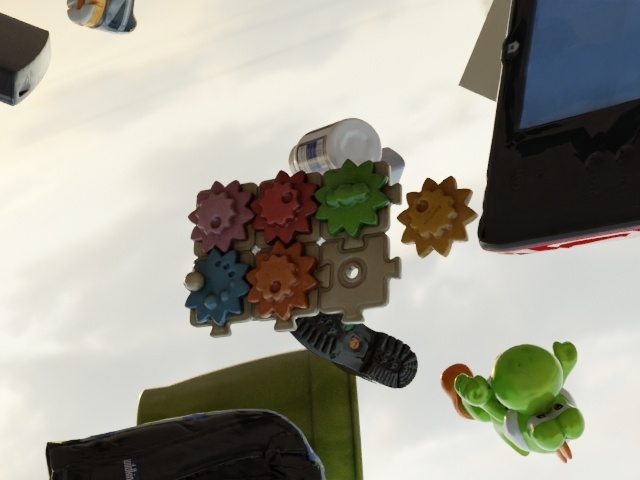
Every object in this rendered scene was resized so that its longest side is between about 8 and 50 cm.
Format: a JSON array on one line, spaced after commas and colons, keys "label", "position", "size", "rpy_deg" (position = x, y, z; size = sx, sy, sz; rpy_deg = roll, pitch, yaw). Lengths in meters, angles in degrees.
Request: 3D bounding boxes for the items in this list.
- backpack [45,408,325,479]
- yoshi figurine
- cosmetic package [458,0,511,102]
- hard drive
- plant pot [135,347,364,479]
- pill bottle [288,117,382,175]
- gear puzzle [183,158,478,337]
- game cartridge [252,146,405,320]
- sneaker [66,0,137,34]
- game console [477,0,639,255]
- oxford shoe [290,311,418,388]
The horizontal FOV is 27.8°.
[{"label": "backpack", "position": [-0.164, 0.372, 1.788], "size": [0.356, 0.273, 0.290], "rpy_deg": [-24, -127, -2]}, {"label": "yoshi figurine", "position": [0.316, 0.230, 2.085], "size": [0.203, 0.203, 0.362], "rpy_deg": [-62, -168, -3]}, {"label": "cosmetic package", "position": [0.373, -0.369, 2.171], "size": [0.160, 0.309, 0.113], "rpy_deg": [13, -167, -36]}, {"label": "hard drive", "position": [-0.483, -0.279, 1.877], "size": [0.172, 0.054, 0.254], "rpy_deg": [21, -158, -8]}, {"label": "plant pot", "position": [-0.113, 0.349, 2.100], "size": [0.353, 0.366, 0.366], "rpy_deg": [-4, -161, -1]}, {"label": "pill bottle", "position": [0.012, -0.094, 1.430], "size": [0.067, 0.067, 0.120], "rpy_deg": [-29, -171, -26]}, {"label": "gear puzzle", "position": [0.000, 0.000, 1.325], "size": [0.339, 0.175, 0.044], "rpy_deg": [-8, 159, 27]}, {"label": "game cartridge", "position": [0.006, -0.017, 1.899], "size": [0.297, 0.062, 0.198], "rpy_deg": [-35, 160, -35]}, {"label": "sneaker", "position": [-0.260, -0.354, 1.620], "size": [0.084, 0.215, 0.083], "rpy_deg": [-7, 159, 44]}, {"label": "game console", "position": [0.284, -0.183, 1.012], "size": [0.342, 0.060, 0.386], "rpy_deg": [-9, -120, 40]}, {"label": "oxford shoe", "position": [0.012, 0.120, 1.664], "size": [0.083, 0.227, 0.096], "rpy_deg": [-56, -162, -16]}]
